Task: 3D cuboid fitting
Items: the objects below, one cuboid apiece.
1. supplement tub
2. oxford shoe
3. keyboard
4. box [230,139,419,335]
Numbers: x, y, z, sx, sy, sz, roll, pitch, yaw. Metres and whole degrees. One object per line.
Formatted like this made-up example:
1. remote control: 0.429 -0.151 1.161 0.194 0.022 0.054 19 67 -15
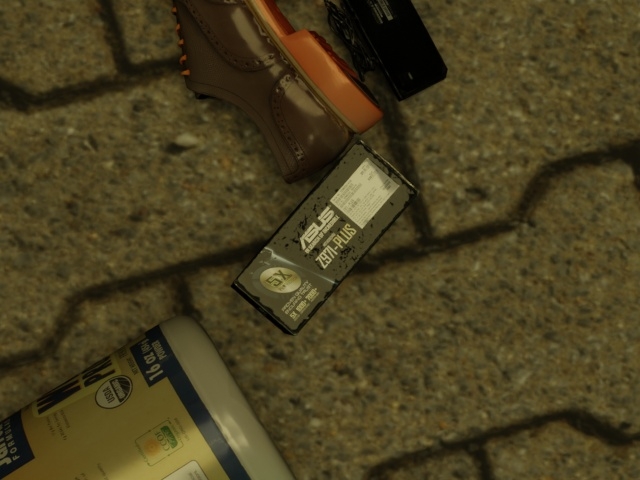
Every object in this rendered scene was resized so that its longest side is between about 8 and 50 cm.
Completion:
1. supplement tub: -0.196 0.237 1.164 0.316 0.228 0.228 -32 90 -7
2. oxford shoe: -0.106 -0.214 1.254 0.133 0.130 0.363 -43 83 10
3. keyboard: 0.047 -0.232 1.318 0.100 0.038 0.192 -28 88 -29
4. box: 0.000 0.000 1.236 0.077 0.147 0.180 41 85 -2
